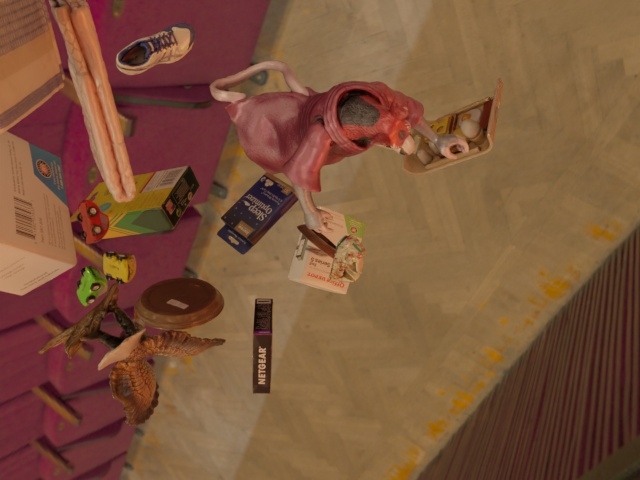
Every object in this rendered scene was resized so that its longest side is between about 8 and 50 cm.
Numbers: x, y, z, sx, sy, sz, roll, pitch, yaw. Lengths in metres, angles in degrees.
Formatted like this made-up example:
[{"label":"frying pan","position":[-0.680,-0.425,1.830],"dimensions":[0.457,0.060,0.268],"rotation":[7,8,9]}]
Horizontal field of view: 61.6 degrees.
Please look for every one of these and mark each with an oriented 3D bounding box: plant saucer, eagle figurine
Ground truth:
[{"label":"plant saucer","position":[0.000,0.000,1.665],"dimensions":[0.168,0.168,0.029],"rotation":[41,97,5]},{"label":"plant saucer","position":[-0.445,0.190,1.700],"dimensions":[0.278,0.278,0.041],"rotation":[16,118,23]},{"label":"eagle figurine","position":[-0.354,0.227,1.090],"dimensions":[0.226,0.225,0.298],"rotation":[-20,125,30]}]

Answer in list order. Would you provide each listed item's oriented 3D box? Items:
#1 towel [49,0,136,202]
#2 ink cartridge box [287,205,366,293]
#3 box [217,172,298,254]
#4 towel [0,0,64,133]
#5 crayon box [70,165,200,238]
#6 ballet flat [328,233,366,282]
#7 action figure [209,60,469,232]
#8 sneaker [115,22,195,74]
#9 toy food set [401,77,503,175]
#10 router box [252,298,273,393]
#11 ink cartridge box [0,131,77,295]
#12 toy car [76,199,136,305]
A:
[{"label":"towel","position":[-0.400,-0.269,0.927],"dimensions":[0.332,0.054,0.316],"rotation":[-130,30,-49]},{"label":"ink cartridge box","position":[0.024,0.037,1.922],"dimensions":[0.199,0.272,0.115],"rotation":[19,172,-26]},{"label":"box","position":[-0.174,-0.076,1.450],"dimensions":[0.136,0.225,0.036],"rotation":[34,166,36]},{"label":"towel","position":[-0.378,-0.284,0.612],"dimensions":[0.034,0.209,0.284],"rotation":[-2,124,0]},{"label":"crayon box","position":[-0.521,-0.103,1.505],"dimensions":[0.319,0.202,0.081],"rotation":[-6,129,20]},{"label":"ballet flat","position":[0.071,0.068,1.396],"dimensions":[0.077,0.091,0.241],"rotation":[38,161,14]},{"label":"action figure","position":[0.026,-0.179,0.774],"dimensions":[0.275,0.248,0.370],"rotation":[61,165,-14]},{"label":"sneaker","position":[-0.561,-0.656,1.846],"dimensions":[0.297,0.131,0.111],"rotation":[-32,106,-6]},{"label":"toy food set","position":[0.380,-0.330,1.565],"dimensions":[0.092,0.219,0.306],"rotation":[36,148,-31]},{"label":"router box","position":[-0.134,0.245,1.247],"dimensions":[0.046,0.133,0.178],"rotation":[1,120,-5]},{"label":"ink cartridge box","position":[-0.681,-0.090,0.994],"dimensions":[0.166,0.395,0.285],"rotation":[-28,64,14]},{"label":"toy car","position":[-0.496,0.056,1.215],"dimensions":[0.239,0.053,0.225],"rotation":[48,123,25]}]
